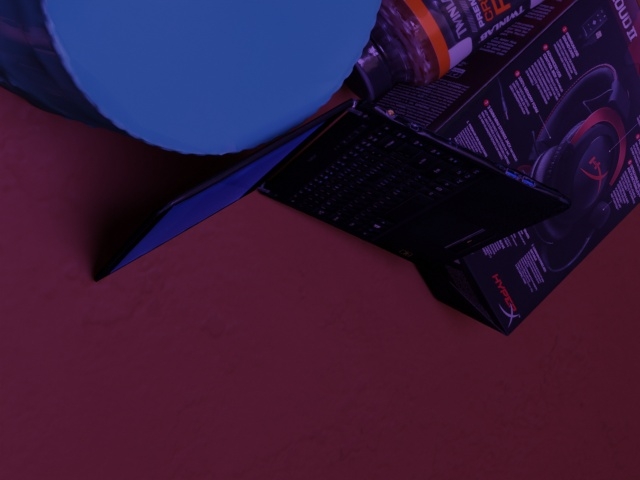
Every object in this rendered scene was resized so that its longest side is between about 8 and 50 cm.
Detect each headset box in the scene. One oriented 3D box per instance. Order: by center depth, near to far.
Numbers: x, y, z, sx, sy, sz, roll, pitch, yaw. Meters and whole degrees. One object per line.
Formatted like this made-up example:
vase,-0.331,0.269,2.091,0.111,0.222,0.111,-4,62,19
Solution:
headset box,0.190,-0.099,1.098,0.293,0.110,0.218,-43,125,-14

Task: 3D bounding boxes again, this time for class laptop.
laptop,0.000,0.000,0.905,0.264,0.234,0.136,24,71,-14

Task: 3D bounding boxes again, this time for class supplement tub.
supplement tub,0.097,-0.195,0.999,0.198,0.106,0.106,-38,123,-9

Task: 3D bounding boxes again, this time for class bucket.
bucket,-0.103,-0.193,0.823,0.281,0.183,0.281,-12,112,-30
